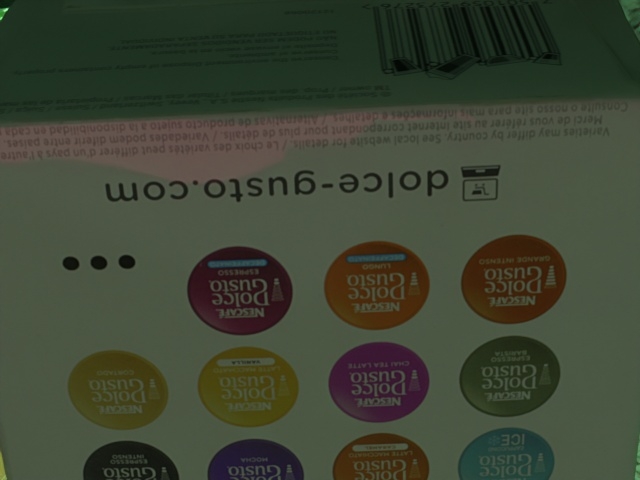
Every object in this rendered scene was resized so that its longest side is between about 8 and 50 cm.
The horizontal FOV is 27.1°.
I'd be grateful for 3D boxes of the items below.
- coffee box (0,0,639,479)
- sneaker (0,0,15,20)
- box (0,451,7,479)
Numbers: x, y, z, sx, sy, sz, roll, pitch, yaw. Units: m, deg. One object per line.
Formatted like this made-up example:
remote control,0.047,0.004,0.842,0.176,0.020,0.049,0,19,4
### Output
coffee box,0.000,0.000,0.813,0.338,0.338,0.334,-2,121,1
sneaker,-0.260,-0.357,0.821,0.202,0.185,0.482,-3,129,8
box,-0.317,0.057,0.971,0.168,0.215,0.345,21,141,16
